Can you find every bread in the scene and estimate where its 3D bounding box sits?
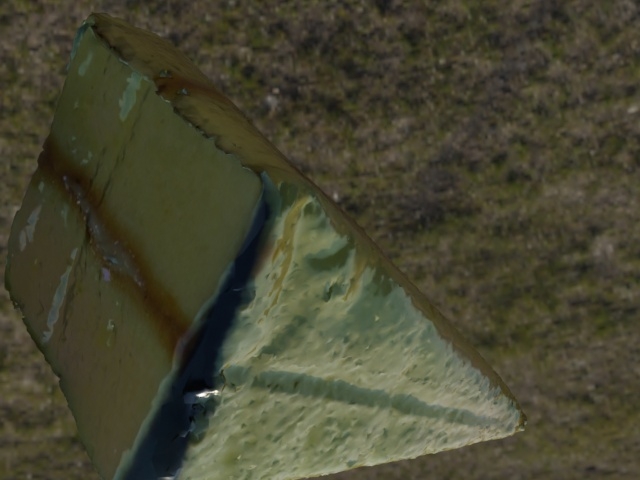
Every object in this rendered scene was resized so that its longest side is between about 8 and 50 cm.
[{"bbox_3d":[0.002,0.001,0.562,0.264,0.167,0.163,-2,125,-42],"label":"bread"}]
